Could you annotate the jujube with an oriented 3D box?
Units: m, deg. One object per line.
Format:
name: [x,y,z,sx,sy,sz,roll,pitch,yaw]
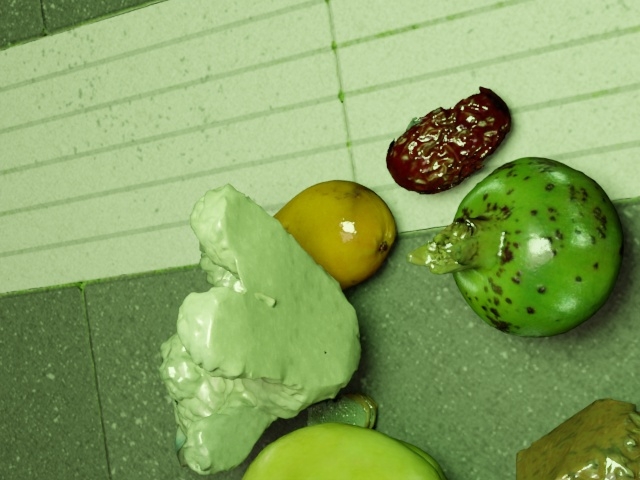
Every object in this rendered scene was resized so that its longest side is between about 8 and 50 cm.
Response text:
jujube: [0.162,-0.116,1.270,0.166,0.104,0.104,-28,80,24]

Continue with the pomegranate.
pomegranate: [0.226,0.007,1.167,0.211,0.263,0.211,-14,72,53]

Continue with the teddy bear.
teddy bear: [-0.150,0.138,1.284,0.362,0.375,0.327,-15,58,32]

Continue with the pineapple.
pineapple: [0.389,0.353,1.145,0.362,0.202,0.202,46,113,3]

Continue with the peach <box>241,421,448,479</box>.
peach: [0.038,0.386,1.263,0.316,0.281,0.314,-38,69,14]

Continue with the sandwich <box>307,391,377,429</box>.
sandwich: [0.028,0.246,1.398,0.093,0.036,0.105,37,108,22]

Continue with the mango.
mango: [0.000,0.000,1.361,0.219,0.112,0.144,-18,85,40]
